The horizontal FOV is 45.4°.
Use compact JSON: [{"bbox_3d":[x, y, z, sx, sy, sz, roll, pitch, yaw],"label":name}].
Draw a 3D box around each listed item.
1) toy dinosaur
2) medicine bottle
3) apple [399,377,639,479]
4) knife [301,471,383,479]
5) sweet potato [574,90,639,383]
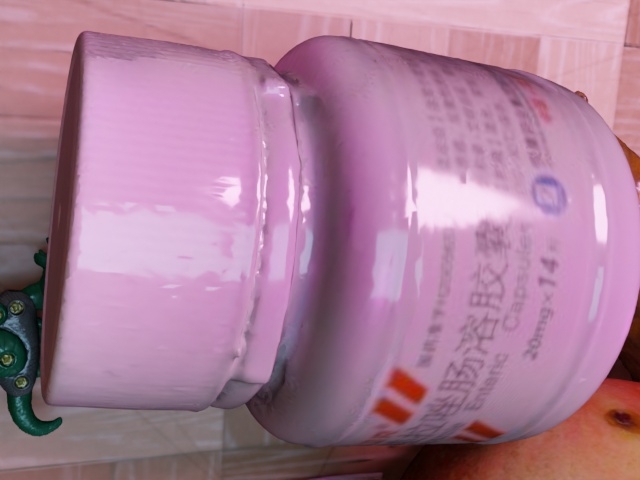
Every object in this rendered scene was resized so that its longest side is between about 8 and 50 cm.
[{"bbox_3d":[-0.195,0.066,0.505,0.096,0.059,0.132,-7,96,-25],"label":"toy dinosaur"},{"bbox_3d":[0.000,0.000,0.459,0.302,0.241,0.241,5,100,-21],"label":"medicine bottle"},{"bbox_3d":[0.196,0.268,0.559,0.349,0.277,0.348,0,101,2],"label":"apple"},{"bbox_3d":[-0.066,0.224,0.604,0.256,0.022,0.046,-9,101,-18],"label":"knife"},{"bbox_3d":[0.271,0.027,0.627,0.131,0.131,0.336,-40,112,-8],"label":"sweet potato"}]
